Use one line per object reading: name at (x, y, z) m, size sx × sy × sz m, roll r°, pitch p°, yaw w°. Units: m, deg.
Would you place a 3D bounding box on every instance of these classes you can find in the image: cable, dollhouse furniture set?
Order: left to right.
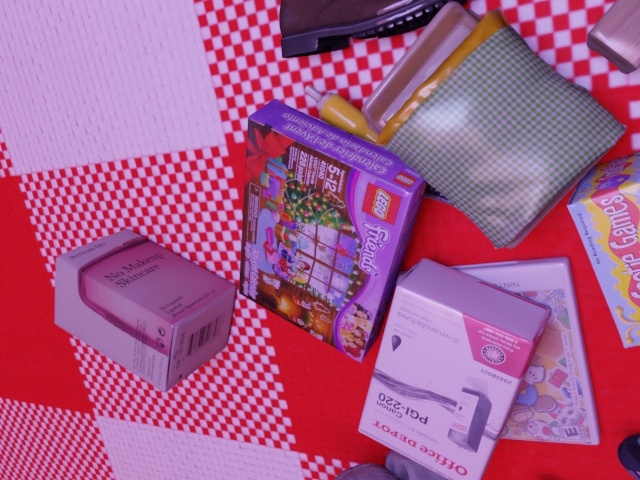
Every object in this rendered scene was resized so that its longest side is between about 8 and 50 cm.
cable at (0.089, -0.069, 0.686) m, size 0.287 × 0.072 × 0.140 m, roll 27°, pitch 123°, yaw 21°
dollhouse furniture set at (0.181, -0.158, 0.493) m, size 0.197 × 0.151 × 0.302 m, roll 43°, pitch 104°, yaw 11°

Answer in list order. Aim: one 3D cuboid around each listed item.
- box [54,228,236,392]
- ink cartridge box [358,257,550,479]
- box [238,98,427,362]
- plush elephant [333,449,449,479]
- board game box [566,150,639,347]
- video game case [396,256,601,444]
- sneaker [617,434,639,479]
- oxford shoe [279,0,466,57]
box at (-0.268, 0.098, 0.918) m, size 0.232 × 0.148 × 0.127 m, roll 25°, pitch 119°, yaw 20°
ink cartridge box at (0.148, 0.155, 0.697) m, size 0.158 × 0.092 × 0.218 m, roll 22°, pitch 120°, yaw 22°
box at (0.000, 0.000, 0.726) m, size 0.200 × 0.057 × 0.293 m, roll 27°, pitch 136°, yaw 17°
plush elephant at (0.070, 0.423, 0.803) m, size 0.271 × 0.256 × 0.330 m, roll -9°, pitch 148°, yaw -6°
board game box at (0.373, -0.028, 0.491) m, size 0.275 × 0.142 × 0.144 m, roll -21°, pitch 97°, yaw 35°
video game case at (0.210, 0.137, 0.724) m, size 0.206 × 0.026 × 0.227 m, roll -7°, pitch 105°, yaw 33°
sneaker at (0.410, 0.305, 0.640) m, size 0.223 × 0.083 × 0.098 m, roll 32°, pitch 127°, yaw 16°
oxford shoe at (0.046, -0.259, 0.634) m, size 0.227 × 0.082 × 0.096 m, roll -1°, pitch 104°, yaw 30°
